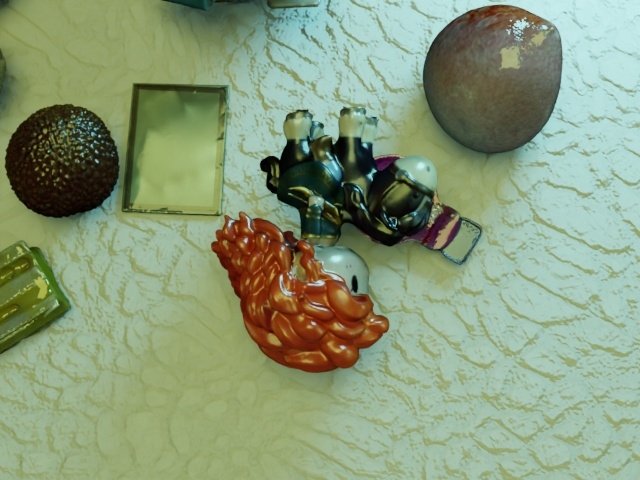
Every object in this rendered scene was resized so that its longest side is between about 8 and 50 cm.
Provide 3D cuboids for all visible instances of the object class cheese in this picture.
[{"bbox_3d":[0.145,-0.051,1.765,0.244,0.062,0.155,31,82,7],"label":"cheese"}]

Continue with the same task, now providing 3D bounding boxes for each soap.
[{"bbox_3d":[-0.539,0.113,1.758,0.233,0.076,0.135,-31,79,-3],"label":"soap"}]

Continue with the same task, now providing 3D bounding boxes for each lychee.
[{"bbox_3d":[-0.416,-0.129,1.755,0.194,0.194,0.194,-1,78,3],"label":"lychee"}]

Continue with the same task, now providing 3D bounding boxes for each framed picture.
[{"bbox_3d":[-0.244,-0.157,1.832,0.173,0.010,0.231,3,78,4],"label":"framed picture"}]

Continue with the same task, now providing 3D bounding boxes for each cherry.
[{"bbox_3d":[0.271,-0.262,1.716,0.206,0.239,0.239,-13,78,-2],"label":"cherry"}]

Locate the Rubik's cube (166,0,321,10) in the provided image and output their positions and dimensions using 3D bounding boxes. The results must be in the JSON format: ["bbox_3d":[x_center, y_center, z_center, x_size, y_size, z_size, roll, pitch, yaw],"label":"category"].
[{"bbox_3d":[-0.127,-0.548,1.726,0.358,0.387,0.368,-1,66,13],"label":"Rubik's cube"}]

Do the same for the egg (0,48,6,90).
[{"bbox_3d":[-0.636,-0.277,1.787,0.233,0.195,0.195,-5,78,15],"label":"egg"}]

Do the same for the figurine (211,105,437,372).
[{"bbox_3d":[0.009,-0.007,1.667,0.306,0.241,0.412,29,86,6],"label":"figurine"}]
